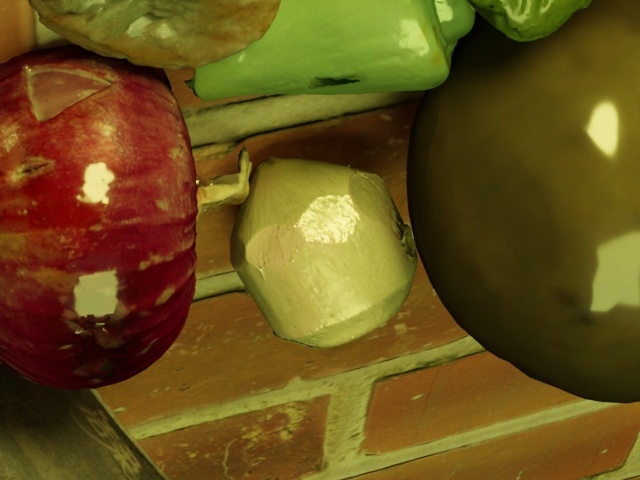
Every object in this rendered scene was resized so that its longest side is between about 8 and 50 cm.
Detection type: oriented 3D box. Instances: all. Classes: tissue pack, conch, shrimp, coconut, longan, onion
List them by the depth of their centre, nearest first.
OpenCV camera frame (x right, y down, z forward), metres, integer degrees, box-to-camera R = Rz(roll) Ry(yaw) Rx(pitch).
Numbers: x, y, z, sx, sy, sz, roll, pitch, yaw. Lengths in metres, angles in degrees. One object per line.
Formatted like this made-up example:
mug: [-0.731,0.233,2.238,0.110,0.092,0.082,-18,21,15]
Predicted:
shrimp: [-0.171,-0.201,1.215,0.317,0.077,0.168,14,134,-31]
conch: [0.010,-0.190,1.347,0.250,0.137,0.143,-1,172,-1]
onion: [-0.195,-0.007,1.359,0.272,0.230,0.256,-18,147,4]
tissue pack: [-0.285,0.241,1.472,0.124,0.288,0.394,-45,166,19]
longan: [0.249,-0.048,1.479,0.336,0.404,0.404,0,163,37]
coconut: [0.000,0.000,1.551,0.171,0.171,0.183,-25,106,1]

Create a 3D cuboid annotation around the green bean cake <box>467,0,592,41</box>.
green bean cake: [0.170,-0.295,1.221,0.248,0.125,0.222,-40,121,3]
